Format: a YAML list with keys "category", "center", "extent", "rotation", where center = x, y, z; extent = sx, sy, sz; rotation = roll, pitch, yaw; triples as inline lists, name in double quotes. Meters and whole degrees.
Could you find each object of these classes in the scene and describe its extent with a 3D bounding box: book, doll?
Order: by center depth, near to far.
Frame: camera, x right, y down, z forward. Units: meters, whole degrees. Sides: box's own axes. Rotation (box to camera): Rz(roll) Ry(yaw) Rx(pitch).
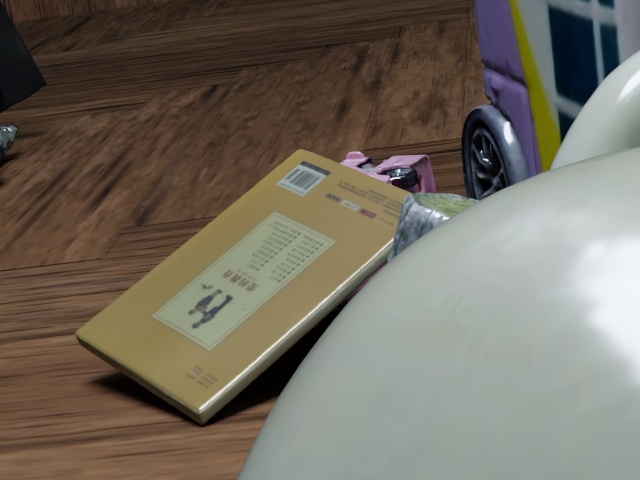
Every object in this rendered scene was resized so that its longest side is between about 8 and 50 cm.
- category: "doll"
  center: [0.119, 0.098, 0.343]
  extent: [0.215, 0.226, 0.370]
  rotation: [18, 14, -26]
- category: "book"
  center: [-0.034, 0.018, 0.923]
  extent: [0.172, 0.012, 0.118]
  rotation: [-41, 39, -21]

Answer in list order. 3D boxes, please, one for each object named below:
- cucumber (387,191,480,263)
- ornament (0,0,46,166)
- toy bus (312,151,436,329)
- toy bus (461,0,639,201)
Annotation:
- category: "cucumber"
  center: [0.059, 0.036, 0.795]
  extent: [0.064, 0.112, 0.064]
  rotation: [6, 16, -2]
- category: "ornament"
  center: [-0.306, -0.115, 1.531]
  extent: [0.153, 0.166, 0.196]
  rotation: [-33, 39, -8]
- category: "toy bus"
  center: [0.000, 0.000, 1.041]
  extent: [0.090, 0.063, 0.203]
  rotation: [-1, 18, 30]
- category: "toy bus"
  center: [0.180, -0.143, 0.744]
  extent: [0.209, 0.439, 0.249]
  rotation: [-11, 17, -11]
